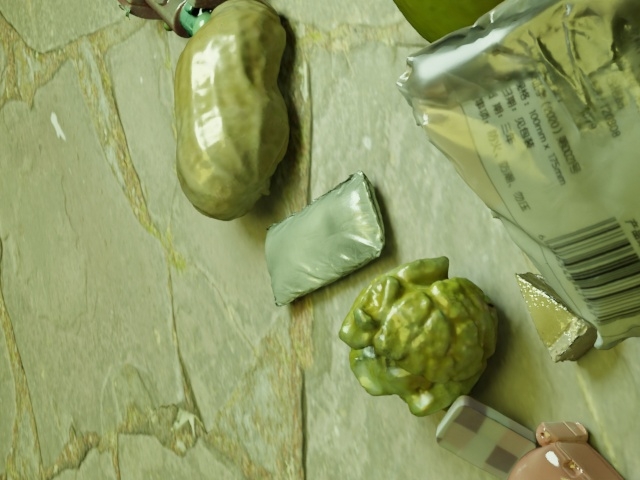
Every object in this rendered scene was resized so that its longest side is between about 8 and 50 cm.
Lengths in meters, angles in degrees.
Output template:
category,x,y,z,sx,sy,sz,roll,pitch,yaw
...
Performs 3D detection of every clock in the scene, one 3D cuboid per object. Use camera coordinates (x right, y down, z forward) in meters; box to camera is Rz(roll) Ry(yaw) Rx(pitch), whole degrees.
category,x,y,z,sx,sy,sz,roll,pitch,yaw
clock,0.255,0.298,1.219,0.166,0.092,0.162,47,119,39

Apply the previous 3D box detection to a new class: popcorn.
category,x,y,z,sx,sy,sz,roll,pitch,yaw
popcorn,0.119,0.117,1.347,0.185,0.167,0.187,32,144,20

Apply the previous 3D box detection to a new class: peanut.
category,x,y,z,sx,sy,sz,roll,pitch,yaw
peanut,-0.138,-0.196,1.664,0.174,0.158,0.340,-21,70,43

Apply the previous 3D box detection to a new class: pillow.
category,x,y,z,sx,sy,sz,roll,pitch,yaw
pillow,0.000,0.000,1.564,0.229,0.050,0.128,-29,61,42

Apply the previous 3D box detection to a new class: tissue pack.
category,x,y,z,sx,sy,sz,roll,pitch,yaw
tissue pack,0.308,-0.094,1.061,0.390,0.195,0.376,-24,111,37

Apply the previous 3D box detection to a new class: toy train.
category,x,y,z,sx,sy,sz,roll,pitch,yaw
toy train,-0.216,-0.430,1.811,0.304,0.150,0.222,48,127,38

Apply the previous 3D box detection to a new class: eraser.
category,x,y,z,sx,sy,sz,roll,pitch,yaw
eraser,0.190,0.227,1.296,0.065,0.105,0.026,-58,3,24

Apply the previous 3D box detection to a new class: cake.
category,x,y,z,sx,sy,sz,roll,pitch,yaw
cake,0.258,0.082,1.279,0.121,0.052,0.065,46,118,40

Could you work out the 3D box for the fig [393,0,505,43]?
category,x,y,z,sx,sy,sz,roll,pitch,yaw
fig,0.205,-0.336,1.204,0.343,0.343,0.344,-10,76,45
